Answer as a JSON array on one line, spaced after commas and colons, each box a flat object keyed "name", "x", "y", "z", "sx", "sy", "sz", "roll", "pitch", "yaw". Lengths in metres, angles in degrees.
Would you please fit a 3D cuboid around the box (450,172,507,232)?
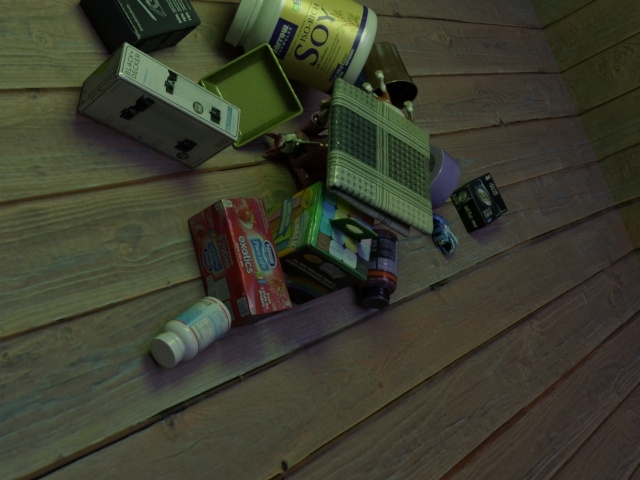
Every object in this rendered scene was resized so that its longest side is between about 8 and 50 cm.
[{"name": "box", "x": 0.526, "y": -0.127, "z": 2.417, "sx": 0.180, "sy": 0.077, "sz": 0.147, "roll": -28, "pitch": 92, "yaw": -49}]

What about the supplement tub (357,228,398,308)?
[{"name": "supplement tub", "x": 0.149, "y": 0.076, "z": 1.903, "sx": 0.106, "sy": 0.106, "sz": 0.198, "roll": 29, "pitch": 53, "yaw": -34}]

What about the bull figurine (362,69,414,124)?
[{"name": "bull figurine", "x": 0.176, "y": -0.346, "z": 2.017, "sx": 0.310, "sy": 0.101, "sz": 0.188, "roll": 53, "pitch": -14, "yaw": 44}]

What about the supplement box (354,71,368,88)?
[{"name": "supplement box", "x": 0.079, "y": -0.445, "z": 2.095, "sx": 0.083, "sy": 0.083, "sz": 0.056, "roll": -26, "pitch": 90, "yaw": -49}]

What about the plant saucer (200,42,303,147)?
[{"name": "plant saucer", "x": -0.163, "y": -0.347, "z": 1.756, "sx": 0.188, "sy": 0.188, "sz": 0.045, "roll": 62, "pitch": 4, "yaw": -4}]

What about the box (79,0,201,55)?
[{"name": "box", "x": -0.394, "y": -0.504, "z": 1.610, "sx": 0.207, "sy": 0.108, "sz": 0.153, "roll": -35, "pitch": 98, "yaw": -48}]

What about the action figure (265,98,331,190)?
[{"name": "action figure", "x": 0.033, "y": -0.232, "z": 1.870, "sx": 0.370, "sy": 0.276, "sz": 0.248, "roll": 12, "pitch": 102, "yaw": -14}]

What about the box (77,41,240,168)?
[{"name": "box", "x": -0.331, "y": -0.272, "z": 1.519, "sx": 0.290, "sy": 0.169, "sz": 0.087, "roll": 25, "pitch": 55, "yaw": -36}]

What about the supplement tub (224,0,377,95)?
[{"name": "supplement tub", "x": -0.049, "y": -0.528, "z": 1.832, "sx": 0.331, "sy": 0.241, "sz": 0.241, "roll": 21, "pitch": 55, "yaw": -13}]

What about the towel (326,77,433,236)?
[{"name": "towel", "x": 0.139, "y": -0.185, "z": 1.694, "sx": 0.324, "sy": 0.056, "sz": 0.312, "roll": 25, "pitch": 53, "yaw": -33}]

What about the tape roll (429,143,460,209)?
[{"name": "tape roll", "x": 0.310, "y": -0.182, "z": 2.132, "sx": 0.080, "sy": 0.189, "sz": 0.189, "roll": 35, "pitch": 49, "yaw": -30}]

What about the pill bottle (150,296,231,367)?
[{"name": "pill bottle", "x": -0.256, "y": 0.183, "z": 1.439, "sx": 0.160, "sy": 0.087, "sz": 0.087, "roll": -36, "pitch": 98, "yaw": -48}]

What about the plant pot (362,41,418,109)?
[{"name": "plant pot", "x": 0.190, "y": -0.494, "z": 2.189, "sx": 0.167, "sy": 0.167, "sz": 0.165, "roll": 8, "pitch": 58, "yaw": -44}]

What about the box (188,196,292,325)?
[{"name": "box", "x": -0.173, "y": 0.047, "z": 1.560, "sx": 0.122, "sy": 0.128, "sz": 0.257, "roll": -4, "pitch": 74, "yaw": -47}]

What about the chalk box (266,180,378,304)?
[{"name": "chalk box", "x": 0.000, "y": 0.000, "z": 1.642, "sx": 0.180, "sy": 0.289, "sz": 0.179, "roll": 33, "pitch": 50, "yaw": -32}]

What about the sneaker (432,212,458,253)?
[{"name": "sneaker", "x": 0.368, "y": -0.020, "z": 2.219, "sx": 0.144, "sy": 0.053, "sz": 0.059, "roll": 51, "pitch": 45, "yaw": -15}]
